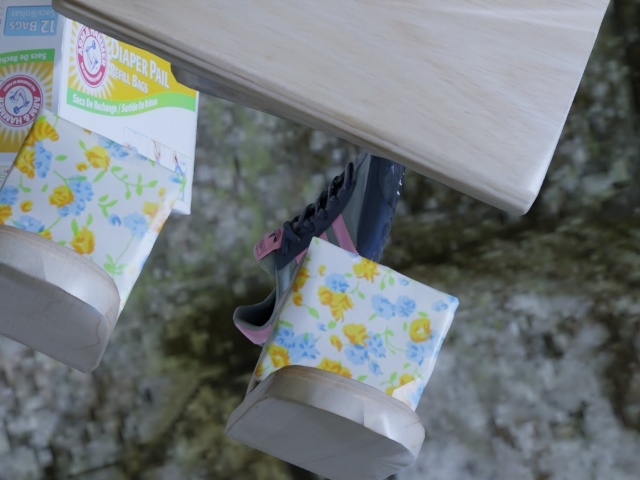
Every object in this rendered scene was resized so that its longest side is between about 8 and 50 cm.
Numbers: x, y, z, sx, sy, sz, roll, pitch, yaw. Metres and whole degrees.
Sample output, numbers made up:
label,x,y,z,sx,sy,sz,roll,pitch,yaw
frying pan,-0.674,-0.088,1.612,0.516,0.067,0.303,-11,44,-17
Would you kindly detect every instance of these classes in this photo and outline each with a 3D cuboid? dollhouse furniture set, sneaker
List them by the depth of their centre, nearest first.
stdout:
label,x,y,z,sx,sy,sz,roll,pitch,yaw
dollhouse furniture set,-0.065,-0.149,0.696,0.256,0.394,0.362,127,-15,-72
sneaker,0.000,0.000,1.875,0.112,0.131,0.319,-81,-169,-65

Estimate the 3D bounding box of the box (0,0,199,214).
label,x,y,z,sx,sy,sz,roll,pitch,yaw
box,-0.168,-0.081,1.096,0.114,0.203,0.103,1,-98,20
